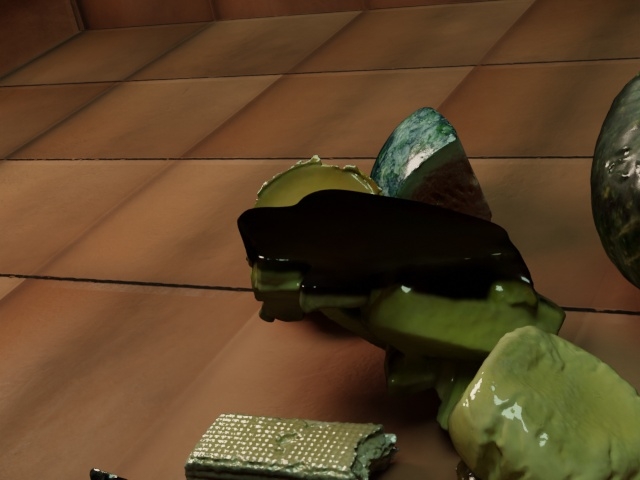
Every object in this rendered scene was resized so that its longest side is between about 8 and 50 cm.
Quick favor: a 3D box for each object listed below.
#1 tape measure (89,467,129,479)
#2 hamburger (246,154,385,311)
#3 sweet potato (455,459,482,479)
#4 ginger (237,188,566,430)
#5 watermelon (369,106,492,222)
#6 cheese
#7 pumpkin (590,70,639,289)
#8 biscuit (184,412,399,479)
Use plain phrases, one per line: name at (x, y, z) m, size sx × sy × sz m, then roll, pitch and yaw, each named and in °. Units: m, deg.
tape measure at (-0.196, 0.340, 1.137) m, size 0.232 × 0.132 × 0.271 m, roll -2°, pitch 25°, yaw 22°
hamburger at (0.000, 0.000, 1.667) m, size 0.237 × 0.237 × 0.149 m, roll -10°, pitch -15°, yaw 5°
sweet potato at (0.163, 0.288, 1.167) m, size 0.054 × 0.053 × 0.182 m, roll 29°, pitch 34°, yaw -4°
ginger at (0.064, 0.089, 1.408) m, size 0.359 × 0.211 × 0.413 m, roll -11°, pitch 23°, yaw -38°
watermelon at (0.171, -0.080, 1.795) m, size 0.148 × 0.226 × 0.318 m, roll -36°, pitch -8°, yaw 0°
cheese at (0.253, 0.195, 1.187) m, size 0.214 × 0.117 × 0.226 m, roll 36°, pitch 41°, yaw 19°
pumpkin at (0.564, -0.084, 1.402) m, size 0.455 × 0.344 × 0.454 m, roll -25°, pitch 36°, yaw 19°
biscuit at (-0.036, 0.254, 1.311) m, size 0.239 × 0.061 × 0.108 m, roll 1°, pitch 29°, yaw 25°
